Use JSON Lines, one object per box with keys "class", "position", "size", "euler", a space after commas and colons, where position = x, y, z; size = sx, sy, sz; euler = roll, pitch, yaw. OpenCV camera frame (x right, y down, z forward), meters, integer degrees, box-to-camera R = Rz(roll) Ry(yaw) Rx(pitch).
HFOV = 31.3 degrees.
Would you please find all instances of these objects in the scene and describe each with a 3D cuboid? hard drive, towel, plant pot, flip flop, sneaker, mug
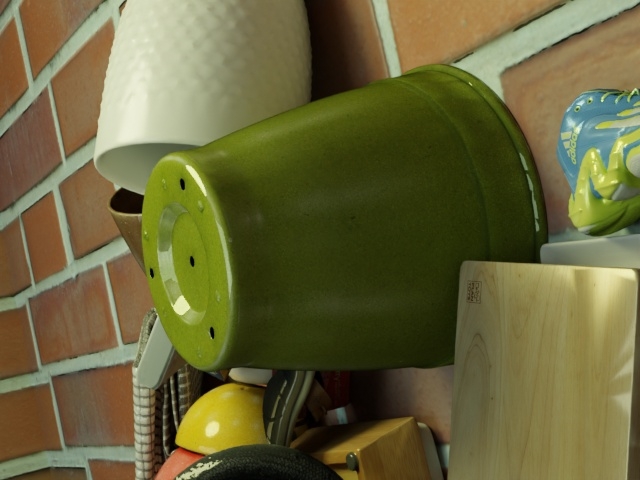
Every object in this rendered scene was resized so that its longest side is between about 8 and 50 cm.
{"class": "hard drive", "position": [-0.154, 0.072, 1.634], "size": [0.040, 0.307, 0.203], "euler": [26, 109, 9]}
{"class": "towel", "position": [-0.254, 0.260, 1.984], "size": [0.284, 0.121, 0.235], "euler": [-103, 12, -74]}
{"class": "plant pot", "position": [-0.206, 0.016, 1.837], "size": [0.215, 0.215, 0.231], "euler": [25, 134, 56]}
{"class": "flip flop", "position": [-0.018, 0.192, 1.530], "size": [0.112, 0.080, 0.277], "euler": [-117, 41, -63]}
{"class": "plant pot", "position": [0.000, 0.000, 1.291], "size": [0.366, 0.352, 0.367], "euler": [28, 124, 54]}
{"class": "sneaker", "position": [0.280, -0.106, 1.034], "size": [0.126, 0.091, 0.240], "euler": [67, 149, 22]}
{"class": "mug", "position": [-0.145, -0.227, 1.581], "size": [0.374, 0.276, 0.328], "euler": [91, -176, -75]}

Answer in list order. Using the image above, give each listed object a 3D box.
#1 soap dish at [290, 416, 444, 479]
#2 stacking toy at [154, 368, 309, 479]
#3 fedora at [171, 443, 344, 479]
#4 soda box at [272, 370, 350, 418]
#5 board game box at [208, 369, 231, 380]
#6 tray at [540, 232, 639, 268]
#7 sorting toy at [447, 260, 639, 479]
{"class": "soap dish", "position": [0.056, 0.365, 1.549], "size": [0.291, 0.118, 0.229], "euler": [-22, 80, 59]}
{"class": "stacking toy", "position": [-0.122, 0.340, 1.727], "size": [0.350, 0.350, 0.480], "euler": [4, 86, 60]}
{"class": "fedora", "position": [-0.067, 0.404, 1.461], "size": [0.152, 0.333, 0.334], "euler": [-76, -18, -80]}
{"class": "soda box", "position": [-0.013, 0.111, 1.614], "size": [0.083, 0.092, 0.263], "euler": [27, 122, 55]}
{"class": "board game box", "position": [-0.125, 0.093, 1.586], "size": [0.042, 0.165, 0.243], "euler": [25, 164, 9]}
{"class": "tray", "position": [0.313, 0.064, 1.085], "size": [0.270, 0.030, 0.145], "euler": [-8, 89, 61]}
{"class": "sorting toy", "position": [0.237, 0.153, 1.092], "size": [0.255, 0.089, 0.257], "euler": [1, 87, 61]}
